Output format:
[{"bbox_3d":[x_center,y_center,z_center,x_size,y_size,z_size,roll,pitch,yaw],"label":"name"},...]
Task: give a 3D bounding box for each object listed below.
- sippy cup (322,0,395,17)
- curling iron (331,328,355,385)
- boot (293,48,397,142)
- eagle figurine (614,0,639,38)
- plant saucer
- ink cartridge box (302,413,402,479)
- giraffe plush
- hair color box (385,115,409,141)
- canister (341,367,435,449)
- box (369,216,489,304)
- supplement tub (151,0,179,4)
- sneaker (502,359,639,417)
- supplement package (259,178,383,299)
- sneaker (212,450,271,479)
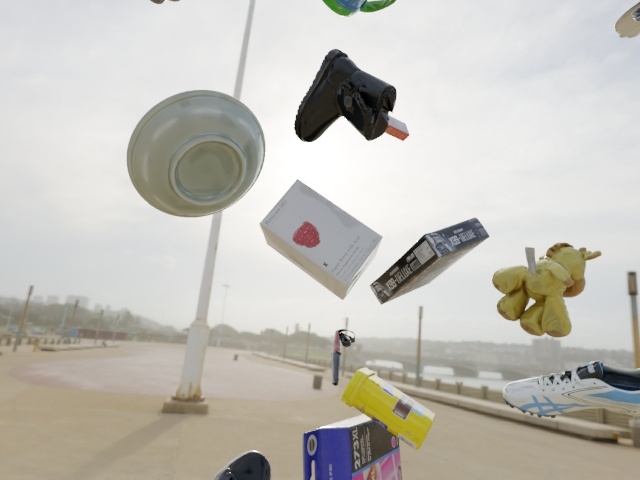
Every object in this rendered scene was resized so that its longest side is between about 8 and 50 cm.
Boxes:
[{"bbox_3d":[0.114,-0.843,1.350,0.224,0.240,0.305,-17,2,44],"label":"sippy cup"},{"bbox_3d":[0.061,0.341,1.347,0.068,0.035,0.274,5,18,9],"label":"curling iron"},{"bbox_3d":[0.052,-0.289,1.045,0.094,0.207,0.247,-9,-41,-44],"label":"boot"},{"bbox_3d":[0.435,-0.322,0.463,0.225,0.298,0.226,22,-59,-26],"label":"eagle figurine"},{"bbox_3d":[-0.326,-0.212,1.262,0.400,0.401,0.101,19,25,-44],"label":"plant saucer"},{"bbox_3d":[0.080,0.468,0.941,0.069,0.176,0.370,-11,-17,29],"label":"ink cartridge box"},{"bbox_3d":[0.488,0.079,0.949,0.170,0.211,0.181,-23,35,-29],"label":"giraffe plush"},{"bbox_3d":[0.295,-0.465,1.833,0.141,0.072,0.043,15,-40,-34],"label":"hair color box"},{"bbox_3d":[0.139,0.334,0.900,0.169,0.074,0.126,29,-2,21],"label":"canister"},{"bbox_3d":[0.324,0.065,1.354,0.242,0.077,0.307,-17,-23,-35],"label":"box"},{"bbox_3d":[-0.298,-0.584,0.956,0.105,0.198,0.106,23,-31,15],"label":"supplement tub"},{"bbox_3d":[0.419,0.237,0.734,0.237,0.086,0.085,-14,11,30],"label":"sneaker"},{"bbox_3d":[0.000,0.000,1.267,0.292,0.178,0.175,35,-15,12],"label":"supplement package"},{"bbox_3d":[-0.115,0.322,0.505,0.079,0.217,0.121,37,-45,10],"label":"sneaker"}]
